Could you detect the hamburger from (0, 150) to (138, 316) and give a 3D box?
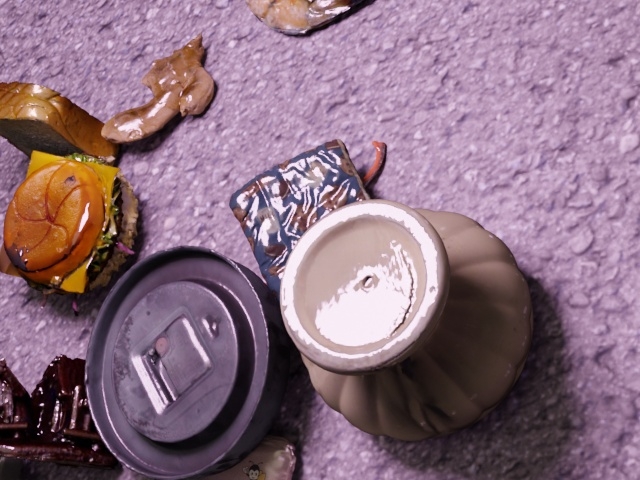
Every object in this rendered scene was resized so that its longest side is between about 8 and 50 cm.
[{"bbox_3d":[-0.382,-0.015,2.178,0.243,0.138,0.262,17,81,39],"label":"hamburger"}]

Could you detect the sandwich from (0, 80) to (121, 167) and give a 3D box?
[{"bbox_3d":[-0.441,-0.177,2.251,0.186,0.214,0.065,4,70,33],"label":"sandwich"}]

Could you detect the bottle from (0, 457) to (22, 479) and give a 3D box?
[{"bbox_3d":[-0.562,0.332,2.083,0.229,0.229,0.352,-34,73,16],"label":"bottle"}]

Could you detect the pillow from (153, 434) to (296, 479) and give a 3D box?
[{"bbox_3d":[-0.135,0.313,1.918,0.232,0.038,0.131,9,82,35],"label":"pillow"}]

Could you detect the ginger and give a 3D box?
[{"bbox_3d":[-0.257,-0.231,2.240,0.214,0.059,0.133,-30,59,4],"label":"ginger"}]

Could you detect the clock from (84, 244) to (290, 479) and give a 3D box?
[{"bbox_3d":[-0.183,0.167,1.920,0.318,0.066,0.319,-8,75,33],"label":"clock"}]

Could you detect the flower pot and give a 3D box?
[{"bbox_3d":[0.093,0.082,1.723,0.307,0.244,0.308,-9,68,22],"label":"flower pot"}]

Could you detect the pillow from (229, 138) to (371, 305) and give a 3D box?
[{"bbox_3d":[-0.002,-0.001,1.939,0.189,0.034,0.256,-30,70,8],"label":"pillow"}]

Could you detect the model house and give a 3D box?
[{"bbox_3d":[-0.396,0.241,2.037,0.141,0.203,0.164,-9,71,54],"label":"model house"}]

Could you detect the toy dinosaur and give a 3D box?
[{"bbox_3d":[-0.009,-0.036,1.995,0.101,0.055,0.280,27,83,29],"label":"toy dinosaur"}]

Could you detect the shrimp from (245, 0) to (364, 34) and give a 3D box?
[{"bbox_3d":[0.032,-0.436,2.158,0.364,0.071,0.233,-11,72,29],"label":"shrimp"}]
